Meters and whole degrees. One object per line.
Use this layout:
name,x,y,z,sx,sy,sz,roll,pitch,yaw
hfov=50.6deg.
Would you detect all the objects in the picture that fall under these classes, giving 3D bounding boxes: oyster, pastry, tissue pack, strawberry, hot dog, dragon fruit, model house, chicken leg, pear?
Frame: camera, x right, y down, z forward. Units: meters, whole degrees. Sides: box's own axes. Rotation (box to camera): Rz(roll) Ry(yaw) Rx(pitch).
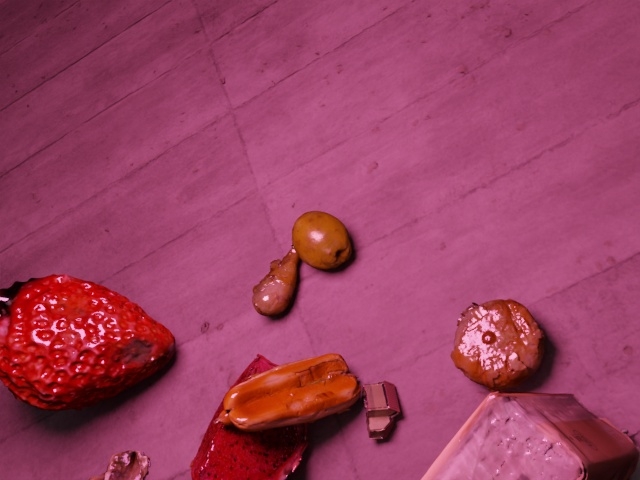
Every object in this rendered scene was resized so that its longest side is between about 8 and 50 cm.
oyster,-0.448,0.524,1.294,0.166,0.094,0.294,17,69,40
pastry,0.288,0.168,1.098,0.153,0.081,0.153,-5,68,13
tissue pack,0.292,0.334,0.857,0.238,0.305,0.239,-9,74,33
strawberry,-0.479,0.219,1.346,0.310,0.292,0.292,33,84,17
hot dog,-0.050,0.261,1.142,0.269,0.072,0.109,-10,52,-26
dragon fruit,-0.117,0.358,1.178,0.126,0.161,0.274,-49,13,51
model house,0.105,0.289,1.153,0.058,0.057,0.083,-5,41,-4
chicken leg,-0.080,0.070,1.339,0.093,0.070,0.178,11,65,36
pear,0.000,0.000,1.307,0.131,0.107,0.107,34,84,34

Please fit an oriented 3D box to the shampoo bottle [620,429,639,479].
shampoo bottle,0.470,0.334,0.950,0.077,0.045,0.152,-34,55,11
